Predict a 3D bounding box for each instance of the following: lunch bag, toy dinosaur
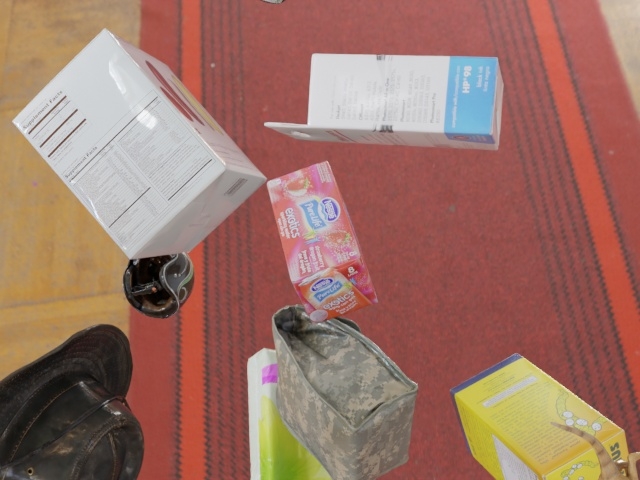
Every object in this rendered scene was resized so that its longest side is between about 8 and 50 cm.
[{"bbox_3d":[0.022,0.265,1.387,0.169,0.235,0.287,-28,50,-27],"label":"lunch bag"},{"bbox_3d":[0.374,0.304,1.008,0.112,0.064,0.211,-25,103,-35],"label":"toy dinosaur"}]

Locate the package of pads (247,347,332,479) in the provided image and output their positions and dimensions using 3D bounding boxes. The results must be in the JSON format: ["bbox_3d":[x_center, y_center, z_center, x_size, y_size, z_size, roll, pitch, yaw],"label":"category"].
[{"bbox_3d":[-0.026,0.378,1.592,0.229,0.101,0.297,12,60,-28],"label":"package of pads"}]

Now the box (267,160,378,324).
[{"bbox_3d":[0.000,0.000,1.368,0.122,0.128,0.257,-20,45,3],"label":"box"}]

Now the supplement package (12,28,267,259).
[{"bbox_3d":[-0.199,-0.103,0.924,0.149,0.194,0.203,-42,85,7],"label":"supplement package"}]

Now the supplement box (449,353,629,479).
[{"bbox_3d":[0.465,0.429,1.683,0.195,0.194,0.356,-25,25,-12],"label":"supplement box"}]

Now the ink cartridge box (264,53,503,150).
[{"bbox_3d":[0.055,-0.113,0.646,0.180,0.104,0.060,5,91,15],"label":"ink cartridge box"}]

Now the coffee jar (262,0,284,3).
[{"bbox_3d":[-0.044,-0.410,1.052,0.079,0.184,0.096,14,61,-21],"label":"coffee jar"}]

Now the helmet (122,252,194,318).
[{"bbox_3d":[-0.373,0.081,1.846,0.169,0.169,0.161,0,42,8],"label":"helmet"}]

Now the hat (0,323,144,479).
[{"bbox_3d":[-0.298,0.272,0.945,0.134,0.331,0.331,30,71,16],"label":"hat"}]
